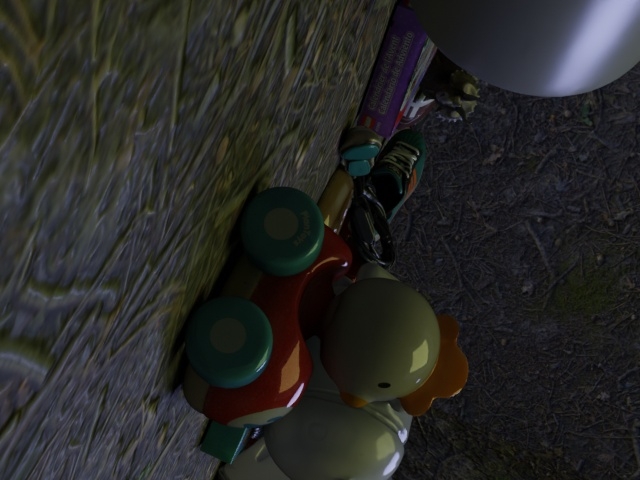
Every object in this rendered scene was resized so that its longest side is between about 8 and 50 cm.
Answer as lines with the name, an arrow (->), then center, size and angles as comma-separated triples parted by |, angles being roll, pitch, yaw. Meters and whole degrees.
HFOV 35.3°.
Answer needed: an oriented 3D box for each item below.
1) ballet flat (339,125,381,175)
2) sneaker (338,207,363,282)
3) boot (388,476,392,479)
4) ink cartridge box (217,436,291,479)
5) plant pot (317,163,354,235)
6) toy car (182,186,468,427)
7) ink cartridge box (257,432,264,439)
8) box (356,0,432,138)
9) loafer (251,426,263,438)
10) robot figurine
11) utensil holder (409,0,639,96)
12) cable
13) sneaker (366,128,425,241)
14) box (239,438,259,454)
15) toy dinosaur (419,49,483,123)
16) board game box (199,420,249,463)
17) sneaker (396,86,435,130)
ballet flat -> 0.052, -0.134, 1.407 | 0.168, 0.057, 0.052 | 108, -21, -79
sneaker -> 0.032, 0.055, 1.811 | 0.128, 0.087, 0.221 | 107, 9, -46
boot -> 0.036, 0.405, 1.945 | 0.118, 0.338, 0.223 | -47, -169, -10
ink cartridge box -> -0.084, 0.412, 1.752 | 0.172, 0.100, 0.237 | -33, 163, -19
plant pot -> 0.000, 0.000, 1.509 | 0.236, 0.032, 0.236 | 24, 90, -86
toy car -> 0.017, 0.099, 0.917 | 0.219, 0.238, 0.210 | 99, 15, -70
ink cartridge box -> -0.088, 0.290, 1.803 | 0.088, 0.052, 0.122 | -26, 140, -82
box -> 0.143, -0.306, 1.467 | 0.293, 0.057, 0.201 | -61, 172, -49
loafer -> -0.090, 0.245, 1.527 | 0.170, 0.062, 0.061 | -48, 156, -79
robot figurine -> 0.038, 0.207, 1.426 | 0.300, 0.200, 0.353 | -27, -144, 49
utensil holder -> 0.257, -0.358, 0.959 | 0.385, 0.327, 0.327 | 109, 6, -70
cable -> 0.086, -0.030, 1.769 | 0.150, 0.047, 0.184 | -74, 144, -62
sneaker -> 0.156, -0.134, 2.128 | 0.302, 0.108, 0.121 | -62, 178, -29
box -> -0.120, 0.503, 2.000 | 0.257, 0.128, 0.122 | 108, 7, -47
toy dinosaur -> 0.222, -0.308, 1.710 | 0.121, 0.160, 0.313 | 108, 8, -53
board game box -> -0.083, 0.172, 1.316 | 0.160, 0.047, 0.210 | 2, 111, -86
sneaker -> 0.208, -0.317, 1.981 | 0.281, 0.106, 0.162 | -49, 171, -38
